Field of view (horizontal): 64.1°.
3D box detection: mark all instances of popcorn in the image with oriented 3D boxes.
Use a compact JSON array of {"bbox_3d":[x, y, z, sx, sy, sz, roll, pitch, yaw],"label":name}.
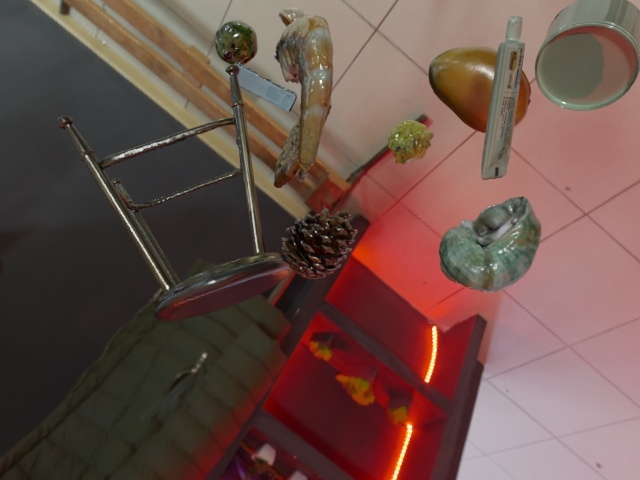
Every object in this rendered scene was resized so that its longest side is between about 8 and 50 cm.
[{"bbox_3d":[0.330,-0.364,1.911,0.173,0.174,0.142,25,174,10],"label":"popcorn"}]

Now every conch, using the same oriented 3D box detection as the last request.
[{"bbox_3d":[0.383,0.022,1.201,0.195,0.220,0.277,19,143,-19],"label":"conch"}]

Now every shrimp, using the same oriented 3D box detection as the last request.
[{"bbox_3d":[-0.018,-0.262,0.839,0.068,0.287,0.185,-3,154,-18],"label":"shrimp"}]

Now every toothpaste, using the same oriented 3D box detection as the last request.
[{"bbox_3d":[0.298,-0.226,0.830,0.037,0.067,0.256,28,124,52],"label":"toothpaste"}]

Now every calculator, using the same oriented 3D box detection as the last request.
[{"bbox_3d":[-0.141,-0.381,1.267,0.171,0.018,0.057,25,126,-9],"label":"calculator"}]

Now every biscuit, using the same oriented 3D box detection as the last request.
[{"bbox_3d":[-0.067,-0.333,1.683,0.046,0.359,0.359,26,139,-17],"label":"biscuit"}]

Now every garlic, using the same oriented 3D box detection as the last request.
[{"bbox_3d":[-0.079,-0.684,1.596,0.074,0.113,0.094,-29,72,10],"label":"garlic"}]

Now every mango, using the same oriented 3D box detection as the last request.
[{"bbox_3d":[0.331,-0.317,1.053,0.221,0.120,0.151,40,122,-9],"label":"mango"}]

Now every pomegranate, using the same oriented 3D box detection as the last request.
[{"bbox_3d":[-0.227,-0.551,1.428,0.122,0.161,0.122,4,107,12],"label":"pomegranate"}]

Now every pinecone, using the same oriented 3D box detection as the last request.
[{"bbox_3d":[-0.002,0.003,1.377,0.179,0.184,0.204,40,111,-8],"label":"pinecone"}]

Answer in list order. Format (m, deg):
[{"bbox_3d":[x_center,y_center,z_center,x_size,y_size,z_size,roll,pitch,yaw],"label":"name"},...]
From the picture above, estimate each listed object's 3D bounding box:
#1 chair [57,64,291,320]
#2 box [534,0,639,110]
[{"bbox_3d":[-0.268,-0.064,1.114,0.365,0.361,0.410,113,136,-75],"label":"chair"},{"bbox_3d":[0.647,-0.447,1.231,0.226,0.149,0.226,22,145,17],"label":"box"}]
